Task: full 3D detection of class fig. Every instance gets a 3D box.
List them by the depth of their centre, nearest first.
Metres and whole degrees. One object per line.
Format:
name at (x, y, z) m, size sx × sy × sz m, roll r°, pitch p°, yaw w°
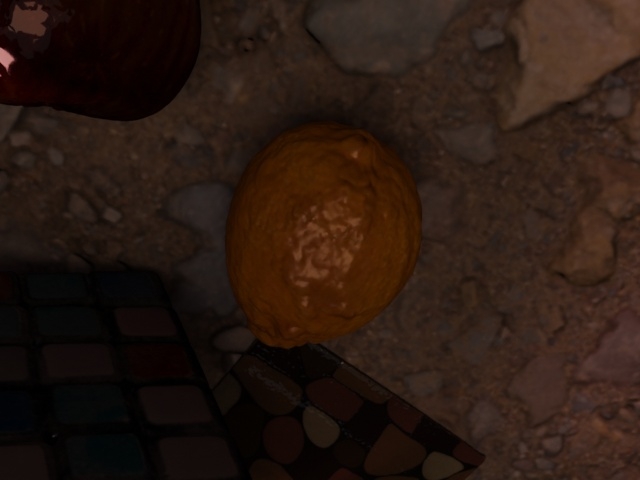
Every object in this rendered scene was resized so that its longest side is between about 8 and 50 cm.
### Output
fig at (-0.159, -0.184, 0.623) m, size 0.175 × 0.175 × 0.207 m, roll 9°, pitch 100°, yaw -4°

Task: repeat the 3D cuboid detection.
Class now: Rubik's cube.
Rubik's cube at (-0.234, 0.205, 0.680) m, size 0.292 × 0.287 × 0.293 m, roll 3°, pitch 114°, yaw -24°

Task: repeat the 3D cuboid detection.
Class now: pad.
pad at (0.008, 0.184, 0.863) m, size 0.235 × 0.003 × 0.158 m, roll 35°, pitch 110°, yaw -15°

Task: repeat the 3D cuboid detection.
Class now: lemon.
lemon at (0.000, 0.000, 0.705) m, size 0.142 × 0.142 × 0.187 m, roll 19°, pitch 116°, yaw -8°
